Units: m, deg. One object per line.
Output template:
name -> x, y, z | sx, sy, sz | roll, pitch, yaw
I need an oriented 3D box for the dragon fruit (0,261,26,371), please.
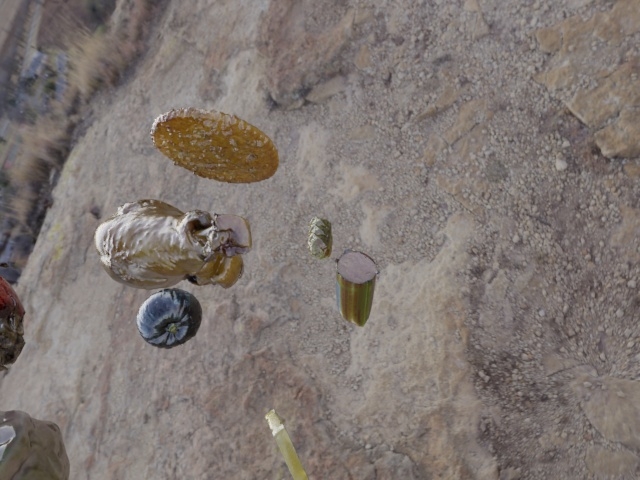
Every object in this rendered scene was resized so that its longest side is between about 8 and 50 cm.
dragon fruit -> -0.625, 0.172, 0.780 | 0.148, 0.224, 0.219 | 20, 114, 9

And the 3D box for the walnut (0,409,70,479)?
walnut -> -0.506, 0.377, 0.621 | 0.248, 0.248, 0.249 | -11, 68, 30

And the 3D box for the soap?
soap -> -0.071, 0.546, 1.064 | 0.037, 0.252, 0.092 | -26, 17, -17

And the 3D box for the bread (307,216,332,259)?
bread -> 0.000, 0.000, 1.022 | 0.060, 0.066, 0.110 | -19, 39, 18

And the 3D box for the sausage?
sausage -> 0.111, 0.171, 1.307 | 0.125, 0.317, 0.117 | 26, 56, 24

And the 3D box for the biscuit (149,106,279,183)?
biscuit -> -0.202, -0.173, 0.828 | 0.253, 0.254, 0.035 | -5, 67, 32

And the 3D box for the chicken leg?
chicken leg -> -0.237, 0.016, 0.820 | 0.409, 0.295, 0.182 | -11, 59, 43

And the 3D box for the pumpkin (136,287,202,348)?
pumpkin -> -0.553, 0.287, 1.570 | 0.233, 0.233, 0.163 | -54, 37, 7
